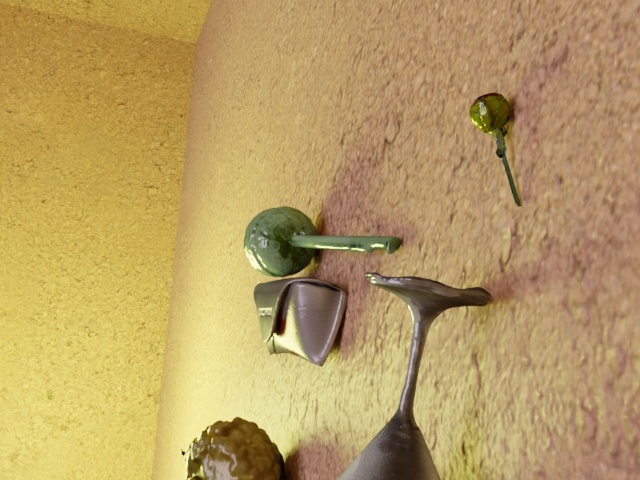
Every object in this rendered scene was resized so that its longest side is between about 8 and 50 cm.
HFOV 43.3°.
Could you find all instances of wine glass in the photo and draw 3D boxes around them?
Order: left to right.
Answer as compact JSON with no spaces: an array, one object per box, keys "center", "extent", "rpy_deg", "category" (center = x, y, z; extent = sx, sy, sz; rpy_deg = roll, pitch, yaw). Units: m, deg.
[{"center":[0.080,0.150,0.737],"extent":[0.156,0.156,0.232],"rpy_deg":[174,108,-73],"category":"wine glass"}]

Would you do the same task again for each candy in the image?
[{"center":[0.000,0.000,1.167],"extent":[0.440,0.119,0.119],"rpy_deg":[178,100,-66],"category":"candy"},{"center":[0.166,-0.084,0.746],"extent":[0.035,0.035,0.122],"rpy_deg":[121,145,-59],"category":"candy"}]

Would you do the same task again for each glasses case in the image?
[{"center":[-0.051,0.122,1.263],"extent":[0.308,0.083,0.128],"rpy_deg":[165,113,-72],"category":"glasses case"}]

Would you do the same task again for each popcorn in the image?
[{"center":[-0.143,0.392,1.289],"extent":[0.218,0.170,0.189],"rpy_deg":[110,162,-54],"category":"popcorn"}]
